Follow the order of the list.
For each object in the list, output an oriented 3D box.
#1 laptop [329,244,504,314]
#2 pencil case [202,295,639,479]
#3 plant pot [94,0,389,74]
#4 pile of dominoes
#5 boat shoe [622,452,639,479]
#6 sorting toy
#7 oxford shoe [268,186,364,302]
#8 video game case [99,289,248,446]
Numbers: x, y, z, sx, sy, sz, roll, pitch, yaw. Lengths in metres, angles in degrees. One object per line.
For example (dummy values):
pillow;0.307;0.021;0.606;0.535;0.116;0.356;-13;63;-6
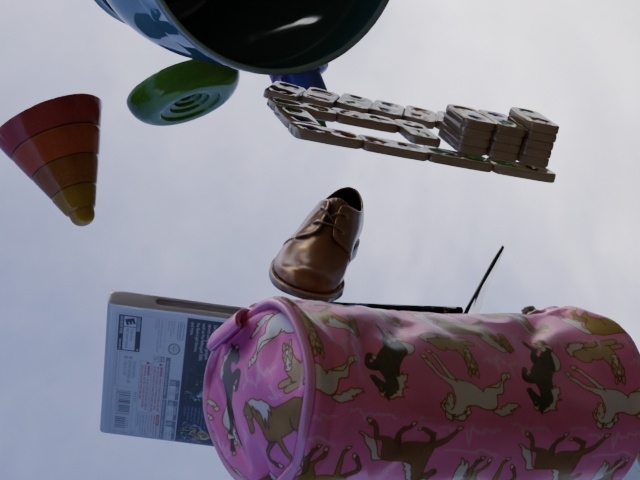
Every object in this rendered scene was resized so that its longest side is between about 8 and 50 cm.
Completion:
laptop;0.077;0.126;2.036;0.264;0.234;0.136;3;-144;-21
pencil case;0.093;0.131;1.518;0.386;0.167;0.160;3;-73;-36
plant pot;-0.101;-0.288;1.686;0.272;0.255;0.271;-3;-84;-30
pile of dominoes;0.077;-0.111;1.570;0.251;0.196;0.040;9;-74;-19
boat shoe;0.357;0.222;2.144;0.319;0.116;0.099;46;-128;-30
sorting toy;-0.151;-0.109;1.925;0.366;0.127;0.126;-17;-105;-14
oxford shoe;0.000;0.000;1.763;0.076;0.076;0.212;18;-157;3
video game case;-0.124;0.130;1.766;0.022;0.173;0.190;-85;3;-47
